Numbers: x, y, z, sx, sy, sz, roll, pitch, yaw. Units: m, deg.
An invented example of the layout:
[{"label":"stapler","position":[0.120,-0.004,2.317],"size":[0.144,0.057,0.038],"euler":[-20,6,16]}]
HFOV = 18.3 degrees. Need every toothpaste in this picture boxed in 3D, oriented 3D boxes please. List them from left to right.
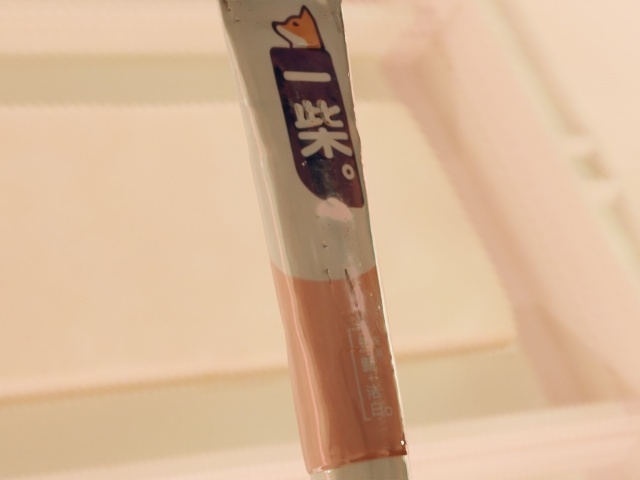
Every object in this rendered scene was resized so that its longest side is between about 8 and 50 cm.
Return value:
[{"label":"toothpaste","position":[0.000,0.000,0.685],"size":[0.056,0.036,0.205],"euler":[-1,-104,-38]}]
